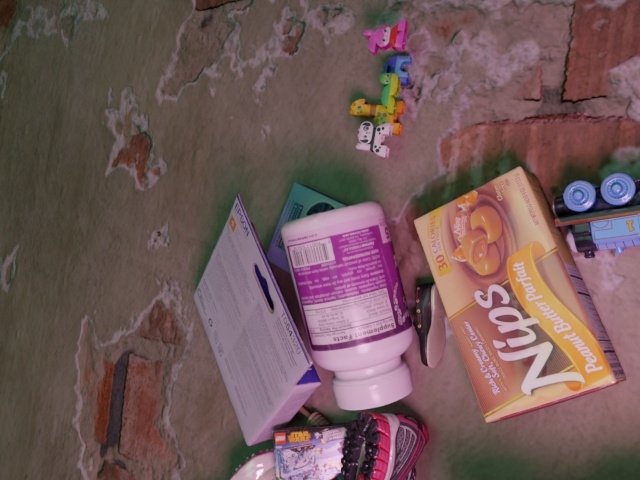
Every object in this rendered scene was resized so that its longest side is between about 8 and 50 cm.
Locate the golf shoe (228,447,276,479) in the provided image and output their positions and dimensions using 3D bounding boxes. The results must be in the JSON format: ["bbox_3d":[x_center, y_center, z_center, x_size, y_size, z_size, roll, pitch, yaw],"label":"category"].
[{"bbox_3d":[-0.141,0.513,1.150,0.140,0.115,0.306,46,110,28],"label":"golf shoe"}]

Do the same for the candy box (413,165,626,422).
[{"bbox_3d":[0.275,0.078,0.928,0.182,0.087,0.317,-28,68,29],"label":"candy box"}]

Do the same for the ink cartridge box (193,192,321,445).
[{"bbox_3d":[-0.109,0.142,1.124,0.330,0.071,0.324,-56,50,46],"label":"ink cartridge box"}]

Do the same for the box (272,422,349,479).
[{"bbox_3d":[-0.008,0.358,1.084,0.136,0.027,0.094,-5,83,3],"label":"box"}]

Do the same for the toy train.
[{"bbox_3d":[0.405,-0.035,0.861,0.184,0.080,0.105,-10,83,34],"label":"toy train"}]

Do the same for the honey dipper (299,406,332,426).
[{"bbox_3d":[-0.045,0.295,1.162,0.160,0.030,0.031,29,100,37],"label":"honey dipper"}]

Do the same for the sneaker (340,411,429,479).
[{"bbox_3d":[0.085,0.407,1.009,0.121,0.111,0.299,48,126,56],"label":"sneaker"}]

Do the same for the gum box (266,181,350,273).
[{"bbox_3d":[0.000,0.000,1.166,0.184,0.041,0.157,28,99,34],"label":"gum box"}]

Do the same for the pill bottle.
[{"bbox_3d":[0.051,0.100,1.018,0.169,0.169,0.302,-13,91,34],"label":"pill bottle"}]

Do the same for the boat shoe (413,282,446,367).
[{"bbox_3d":[0.170,0.133,1.022,0.042,0.048,0.133,-5,77,39],"label":"boat shoe"}]

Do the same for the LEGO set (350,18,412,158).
[{"bbox_3d":[0.093,-0.249,1.106,0.093,0.087,0.228,8,88,21],"label":"LEGO set"}]
